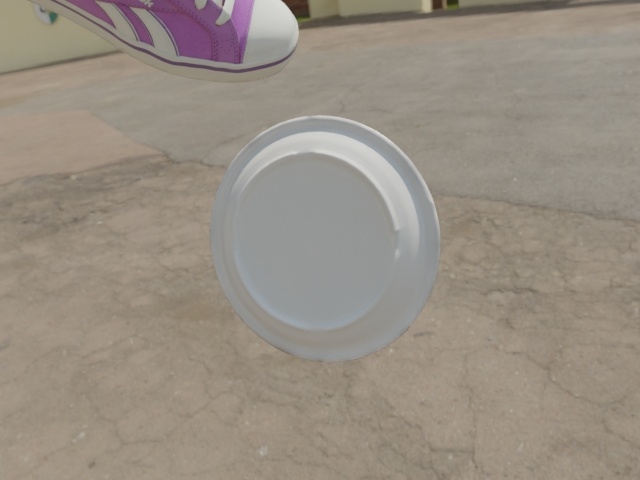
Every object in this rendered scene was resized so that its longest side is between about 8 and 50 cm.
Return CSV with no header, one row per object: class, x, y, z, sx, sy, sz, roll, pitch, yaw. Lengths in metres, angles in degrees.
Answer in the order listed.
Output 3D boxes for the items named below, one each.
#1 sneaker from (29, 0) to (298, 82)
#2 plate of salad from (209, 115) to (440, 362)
sneaker,-0.123,-0.213,0.425,0.282,0.102,0.161,14,-23,-25
plate of salad,0.000,0.000,0.485,0.200,0.199,0.048,2,6,22
